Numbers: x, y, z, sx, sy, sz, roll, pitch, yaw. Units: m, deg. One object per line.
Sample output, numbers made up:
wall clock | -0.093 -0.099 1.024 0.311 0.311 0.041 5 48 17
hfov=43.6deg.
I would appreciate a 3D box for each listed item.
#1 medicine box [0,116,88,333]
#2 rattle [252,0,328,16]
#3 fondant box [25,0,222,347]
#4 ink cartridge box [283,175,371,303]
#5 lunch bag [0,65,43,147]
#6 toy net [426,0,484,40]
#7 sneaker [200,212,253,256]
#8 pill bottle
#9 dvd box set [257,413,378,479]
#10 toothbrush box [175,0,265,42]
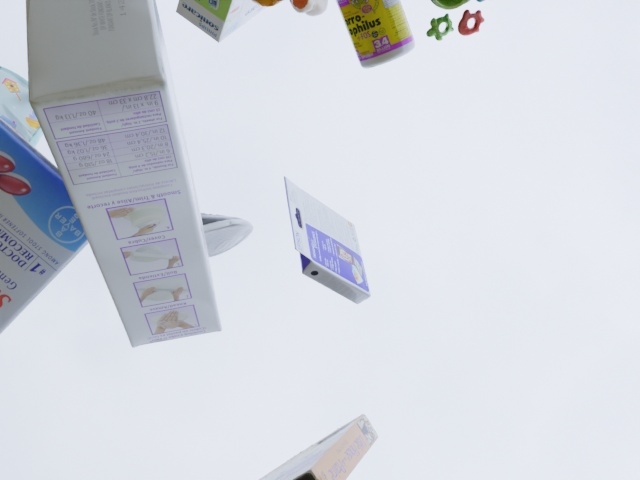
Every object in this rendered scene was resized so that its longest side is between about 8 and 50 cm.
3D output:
medicine box | -0.443 -0.016 0.910 0.289 0.263 0.149 -48 -157 -8
rattle | -0.066 -0.363 1.133 0.142 0.200 0.130 4 -50 10
fondant box | -0.168 -0.090 0.714 0.330 0.096 0.238 87 -11 -53
ink cartridge box | 0.000 0.000 1.542 0.045 0.208 0.206 -38 -141 25
lunch bag | -0.589 -0.191 1.291 0.223 0.262 0.160 -85 -160 -54
toy net | 0.263 -0.372 1.179 0.045 0.232 0.122 -124 -161 -59
sneaker | -0.262 -0.045 1.545 0.147 0.295 0.104 55 -54 22
pill bottle | 0.035 -0.169 0.572 0.043 0.043 0.083 -11 -70 37
dvd box set | -0.071 0.446 1.406 0.307 0.420 0.062 -34 -98 11
toothbrush box | -0.160 -0.577 1.618 0.122 0.206 0.283 37 -41 3
